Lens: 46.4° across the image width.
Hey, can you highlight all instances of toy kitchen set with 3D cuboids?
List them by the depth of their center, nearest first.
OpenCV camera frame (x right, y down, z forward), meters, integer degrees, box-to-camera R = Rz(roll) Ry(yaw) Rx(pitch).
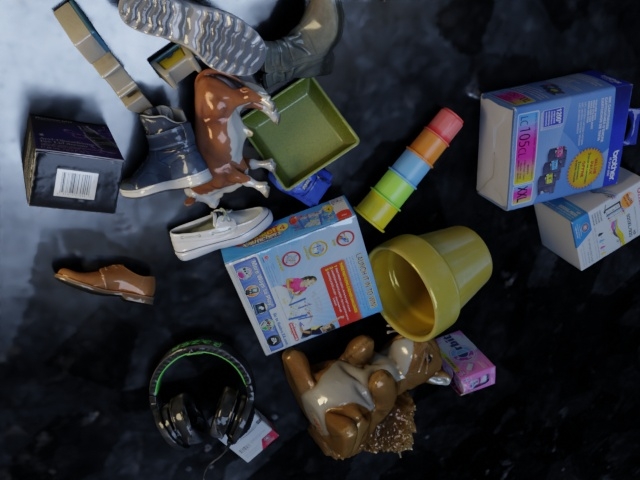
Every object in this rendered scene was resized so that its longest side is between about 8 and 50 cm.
[{"bbox_3d":[-0.347,-0.365,1.374,0.166,0.122,0.207,-37,145,-3],"label":"toy kitchen set"}]

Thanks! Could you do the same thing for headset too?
[{"bbox_3d":[-0.267,0.431,1.745,0.244,0.185,0.394,-7,105,1],"label":"headset"}]

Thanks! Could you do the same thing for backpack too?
[{"bbox_3d":[-0.043,-0.139,1.624,0.120,0.101,0.098,29,95,-30],"label":"backpack"}]

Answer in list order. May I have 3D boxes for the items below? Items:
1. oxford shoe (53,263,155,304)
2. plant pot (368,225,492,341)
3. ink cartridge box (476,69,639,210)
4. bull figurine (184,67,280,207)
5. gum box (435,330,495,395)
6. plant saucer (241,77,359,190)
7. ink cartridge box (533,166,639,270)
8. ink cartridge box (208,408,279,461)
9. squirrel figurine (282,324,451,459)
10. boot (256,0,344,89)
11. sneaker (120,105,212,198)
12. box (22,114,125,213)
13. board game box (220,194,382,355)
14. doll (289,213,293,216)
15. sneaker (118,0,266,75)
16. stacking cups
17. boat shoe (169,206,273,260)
[{"bbox_3d":[-0.454,0.082,1.584,0.212,0.076,0.076,15,79,-28],"label":"oxford shoe"},{"bbox_3d":[0.277,0.082,1.818,0.239,0.254,0.254,-27,126,-29],"label":"plant pot"},{"bbox_3d":[0.591,-0.254,1.826,0.396,0.151,0.269,-15,122,-19],"label":"ink cartridge box"},{"bbox_3d":[-0.182,-0.182,1.481,0.189,0.101,0.310,10,123,6],"label":"bull figurine"},{"bbox_3d":[0.380,0.332,2.016,0.107,0.188,0.062,-17,122,-17],"label":"gum box"},{"bbox_3d":[-0.045,-0.221,1.562,0.188,0.188,0.045,-34,170,-4],"label":"plant saucer"},{"bbox_3d":[0.714,-0.073,1.964,0.233,0.168,0.171,-30,124,-8],"label":"ink cartridge box"},{"bbox_3d":[-0.197,0.479,1.906,0.109,0.063,0.150,-40,124,-1],"label":"ink cartridge box"},{"bbox_3d":[0.142,0.387,1.933,0.371,0.281,0.397,-29,139,-21],"label":"squirrel figurine"},{"bbox_3d":[-0.048,-0.390,1.447,0.161,0.083,0.246,-18,152,-18],"label":"boot"},{"bbox_3d":[-0.325,-0.173,1.451,0.086,0.226,0.163,-43,118,-52],"label":"sneaker"},{"bbox_3d":[-0.456,-0.141,1.365,0.153,0.207,0.108,5,114,-28],"label":"box"},{"bbox_3d":[-0.037,0.086,1.713,0.302,0.086,0.308,-21,129,-4],"label":"board game box"},{"bbox_3d":[0.000,0.000,1.749,0.189,0.046,0.129,19,114,-29],"label":"doll"},{"bbox_3d":[-0.227,-0.400,1.375,0.281,0.115,0.105,22,112,-24],"label":"sneaker"},{"bbox_3d":[0.215,-0.163,1.733,0.316,0.096,0.096,-48,125,5],"label":"stacking cups"},{"bbox_3d":[-0.214,-0.030,1.612,0.226,0.083,0.075,-25,125,-10],"label":"boat shoe"}]
